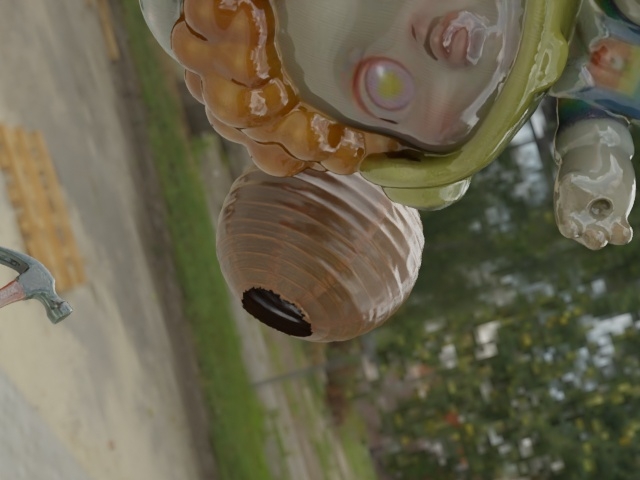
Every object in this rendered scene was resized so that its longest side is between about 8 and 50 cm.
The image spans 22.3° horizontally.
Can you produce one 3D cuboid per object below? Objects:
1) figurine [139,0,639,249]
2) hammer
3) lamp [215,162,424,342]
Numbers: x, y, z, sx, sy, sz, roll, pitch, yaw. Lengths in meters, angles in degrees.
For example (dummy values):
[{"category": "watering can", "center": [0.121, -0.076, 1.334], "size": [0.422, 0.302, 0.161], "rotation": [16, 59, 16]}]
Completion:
[{"category": "figurine", "center": [0.103, -0.094, 0.796], "size": [0.382, 0.224, 0.205], "rotation": [33, 28, 2]}, {"category": "hammer", "center": [-0.417, 0.094, 1.815], "size": [0.111, 0.288, 0.033], "rotation": [55, -41, 7]}, {"category": "lamp", "center": [0.000, 0.000, 1.058], "size": [0.136, 0.136, 0.136], "rotation": [-17, 90, -88]}]
